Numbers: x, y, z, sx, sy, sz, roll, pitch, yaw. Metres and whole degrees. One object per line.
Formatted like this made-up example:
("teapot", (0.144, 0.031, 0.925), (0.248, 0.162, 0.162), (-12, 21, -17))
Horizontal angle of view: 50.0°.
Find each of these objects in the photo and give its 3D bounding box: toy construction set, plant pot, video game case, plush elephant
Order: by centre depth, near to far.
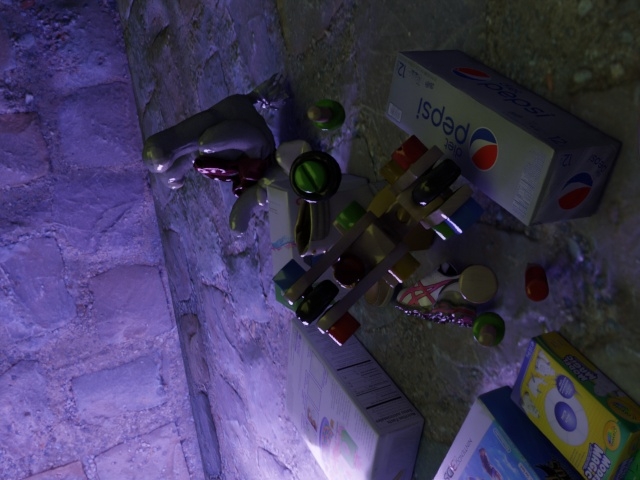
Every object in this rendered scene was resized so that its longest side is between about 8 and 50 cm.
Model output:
("toy construction set", (0.118, 0.002, 0.839), (0.308, 0.237, 0.258), (22, 103, 14))
("video game case", (0.262, 0.370, 0.889), (0.269, 0.061, 0.244), (56, 147, 39))
("plant pot", (0.122, -0.040, 1.000), (0.081, 0.081, 0.083), (56, 140, 40))
("plush elephant", (-0.140, -0.135, 1.330), (0.255, 0.330, 0.272), (55, 167, -1))

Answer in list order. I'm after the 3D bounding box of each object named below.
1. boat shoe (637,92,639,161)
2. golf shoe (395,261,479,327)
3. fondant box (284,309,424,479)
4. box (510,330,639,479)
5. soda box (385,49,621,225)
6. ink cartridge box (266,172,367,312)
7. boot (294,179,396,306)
("boat shoe", (0.319, -0.129, 0.489), (0.130, 0.132, 0.356), (-167, 67, -65))
("golf shoe", (0.170, 0.075, 0.974), (0.186, 0.067, 0.086), (-7, 64, 67))
("fondant box", (0.046, 0.320, 1.274), (0.330, 0.096, 0.238), (48, 141, 49))
("box", (0.296, 0.199, 0.772), (0.179, 0.043, 0.105), (47, 140, 46))
("soda box", (0.193, -0.130, 0.790), (0.286, 0.098, 0.091), (49, 140, 46))
("ink cartridge box", (0.000, 0.000, 1.174), (0.093, 0.154, 0.212), (21, 118, 61))
("boot", (0.041, 0.015, 1.081), (0.077, 0.165, 0.213), (34, 128, 57))
